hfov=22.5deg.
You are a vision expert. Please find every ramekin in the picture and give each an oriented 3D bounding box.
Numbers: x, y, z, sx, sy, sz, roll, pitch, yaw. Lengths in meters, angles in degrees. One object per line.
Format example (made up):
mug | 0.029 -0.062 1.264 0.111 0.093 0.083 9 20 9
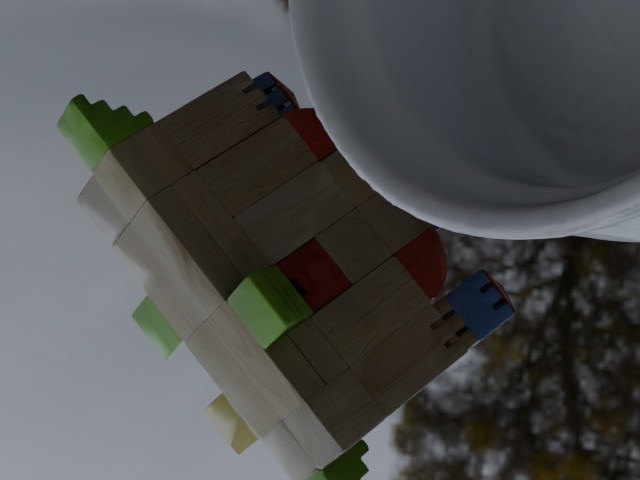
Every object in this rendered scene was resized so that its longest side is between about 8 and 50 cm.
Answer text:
ramekin | 0.131 -0.129 0.700 0.277 0.277 0.135 22 -173 42

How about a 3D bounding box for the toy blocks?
toy blocks | 0.000 0.000 1.298 0.261 0.381 0.191 -35 174 -33
